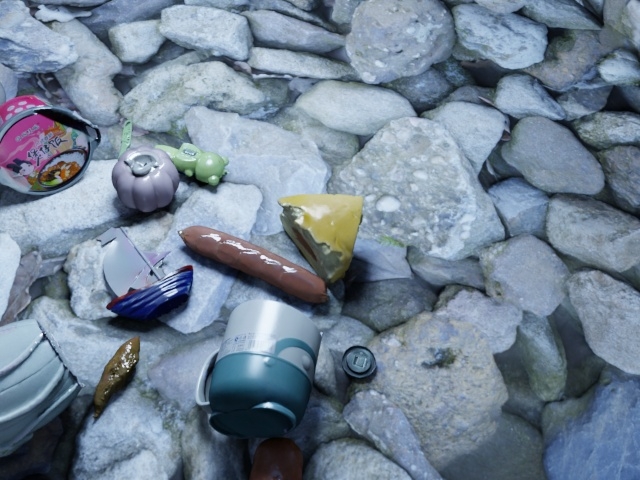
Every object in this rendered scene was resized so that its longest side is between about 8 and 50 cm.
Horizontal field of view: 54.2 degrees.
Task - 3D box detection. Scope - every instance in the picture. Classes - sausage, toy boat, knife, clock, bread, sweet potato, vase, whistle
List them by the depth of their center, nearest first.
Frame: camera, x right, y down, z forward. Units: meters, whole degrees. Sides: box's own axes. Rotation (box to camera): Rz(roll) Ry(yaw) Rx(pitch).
[{"bbox_3d":[-0.730,0.349,1.271,0.445,0.250,0.250,-33,65,-20],"label":"vase"},{"bbox_3d":[-0.098,0.536,1.283,0.114,0.113,0.259,9,54,-1],"label":"sausage"},{"bbox_3d":[-0.466,0.306,1.426,0.068,0.060,0.206,6,60,39],"label":"sweet potato"},{"bbox_3d":[0.093,0.296,1.519,0.085,0.017,0.085,3,56,-4],"label":"clock"},{"bbox_3d":[-0.475,0.084,1.570,0.318,0.072,0.219,27,54,15],"label":"toy boat"},{"bbox_3d":[-0.011,0.003,1.611,0.224,0.183,0.211,7,61,1],"label":"bread"},{"bbox_3d":[-0.172,0.054,1.615,0.433,0.088,0.088,23,57,8],"label":"sausage"},{"bbox_3d":[-0.367,-0.222,1.774,0.227,0.085,0.105,17,56,3],"label":"whistle"},{"bbox_3d":[-0.571,-0.279,1.831,0.030,0.014,0.207,-1,56,-5],"label":"knife"}]

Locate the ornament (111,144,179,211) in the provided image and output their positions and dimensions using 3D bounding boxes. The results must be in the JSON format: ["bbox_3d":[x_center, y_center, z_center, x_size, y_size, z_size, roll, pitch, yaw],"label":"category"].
[{"bbox_3d":[-0.470,-0.171,1.680,0.178,0.177,0.177,3,56,-5],"label":"ornament"}]

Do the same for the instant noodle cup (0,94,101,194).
[{"bbox_3d":[-0.770,-0.276,1.684,0.302,0.258,0.181,-19,46,-32],"label":"instant noodle cup"}]

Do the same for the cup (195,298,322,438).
[{"bbox_3d":[-0.148,0.291,1.377,0.290,0.219,0.257,-16,40,27],"label":"cup"}]

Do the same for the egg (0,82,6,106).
[{"bbox_3d":[-1.001,-0.427,1.800,0.199,0.146,0.146,26,57,19],"label":"egg"}]
